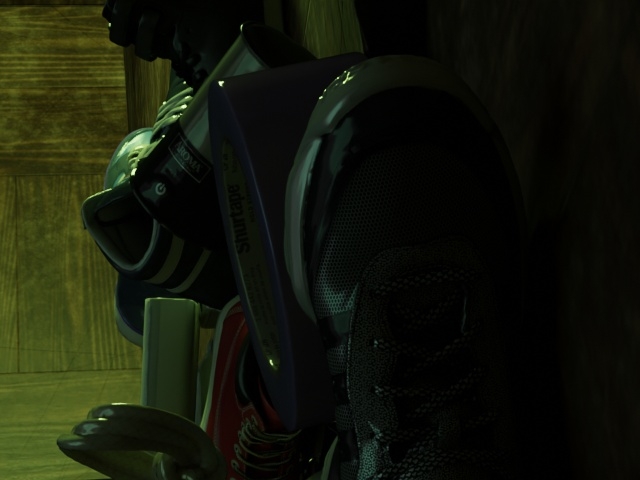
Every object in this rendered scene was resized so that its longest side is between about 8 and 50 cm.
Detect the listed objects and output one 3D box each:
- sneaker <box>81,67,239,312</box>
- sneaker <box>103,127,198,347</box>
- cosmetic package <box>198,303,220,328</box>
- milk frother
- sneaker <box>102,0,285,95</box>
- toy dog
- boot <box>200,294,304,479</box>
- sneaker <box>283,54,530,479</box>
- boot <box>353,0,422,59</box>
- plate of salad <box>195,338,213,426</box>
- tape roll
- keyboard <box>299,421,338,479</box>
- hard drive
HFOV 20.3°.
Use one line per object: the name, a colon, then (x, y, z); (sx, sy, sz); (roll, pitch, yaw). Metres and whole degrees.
sneaker: (-0.123, -0.076, 1.506); (0.099, 0.153, 0.282); (-36, 52, 39)
sneaker: (-0.162, -0.063, 1.982); (0.236, 0.130, 0.322); (113, 161, -46)
cosmetic package: (-0.088, -0.044, 1.656); (0.099, 0.061, 0.239); (123, 144, -73)
milk frother: (-0.030, -0.060, 1.209); (0.134, 0.129, 0.143); (-50, -6, 21)
sneaker: (-0.101, -0.140, 1.447); (0.104, 0.147, 0.295); (111, 155, -63)
toy dog: (-0.051, 0.226, 1.029); (0.333, 0.220, 0.161); (101, 180, -67)
boot: (-0.046, 0.168, 1.360); (0.176, 0.088, 0.244); (-152, 65, -78)
sneaker: (0.048, 0.070, 0.704); (0.153, 0.101, 0.268); (-109, 14, -61)
boot: (0.032, -0.103, 0.981); (0.114, 0.037, 0.106); (114, 155, -80)
plate of salad: (-0.105, 0.201, 1.838); (0.200, 0.048, 0.199); (180, 90, -82)
tape roll: (0.000, 0.000, 0.938); (0.189, 0.080, 0.189); (168, 90, -82)
keyboard: (0.021, 0.178, 1.133); (0.100, 0.038, 0.192); (54, 151, 32)
hard drive: (-0.147, 0.234, 1.698); (0.233, 0.047, 0.353); (119, 154, -86)
